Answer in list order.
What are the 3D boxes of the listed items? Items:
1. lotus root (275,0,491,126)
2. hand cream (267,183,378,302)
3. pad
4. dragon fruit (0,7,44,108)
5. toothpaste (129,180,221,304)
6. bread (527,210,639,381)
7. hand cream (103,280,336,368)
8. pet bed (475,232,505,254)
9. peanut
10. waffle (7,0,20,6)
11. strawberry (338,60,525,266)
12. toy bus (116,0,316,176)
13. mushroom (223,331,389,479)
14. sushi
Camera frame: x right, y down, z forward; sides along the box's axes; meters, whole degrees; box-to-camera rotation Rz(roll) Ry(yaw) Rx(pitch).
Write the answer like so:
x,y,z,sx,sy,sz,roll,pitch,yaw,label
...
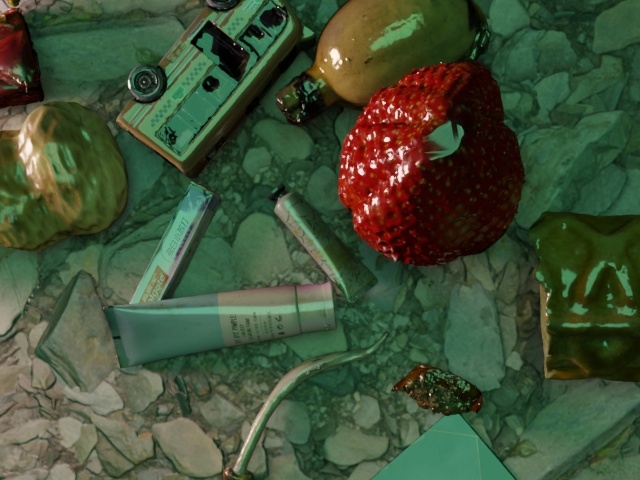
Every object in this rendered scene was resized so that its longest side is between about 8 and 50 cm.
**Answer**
x,y,z,sx,sy,sz,roll,pitch,yaw,label
0.077,-0.257,1.667,0.310,0.183,0.182,-32,83,-1,lotus root
0.000,0.000,1.705,0.194,0.042,0.067,47,45,6,hand cream
0.147,0.369,1.678,0.243,0.004,0.163,-41,84,-3,pad
-0.460,-0.260,1.712,0.121,0.127,0.161,-10,80,-11,dragon fruit
-0.203,0.014,1.712,0.047,0.040,0.196,25,85,6,toothpaste
0.405,0.079,1.612,0.252,0.238,0.196,-6,46,5,bread
-0.136,0.112,1.685,0.312,0.070,0.111,-6,126,1,hand cream
0.176,-0.071,1.707,0.201,0.053,0.201,0,84,0,pet bed
-0.388,-0.085,1.692,0.233,0.110,0.196,-22,88,-1,peanut
-0.465,-0.439,1.751,0.229,0.051,0.231,-37,74,-12,waffle
0.140,-0.095,1.543,0.239,0.288,0.250,-24,87,-3,strawberry
-0.144,-0.234,1.692,0.157,0.139,0.289,39,87,2,toy bus
-0.030,0.221,1.686,0.068,0.043,0.306,43,84,-12,mushroom
0.161,0.210,1.674,0.120,0.052,0.055,22,67,4,sushi
